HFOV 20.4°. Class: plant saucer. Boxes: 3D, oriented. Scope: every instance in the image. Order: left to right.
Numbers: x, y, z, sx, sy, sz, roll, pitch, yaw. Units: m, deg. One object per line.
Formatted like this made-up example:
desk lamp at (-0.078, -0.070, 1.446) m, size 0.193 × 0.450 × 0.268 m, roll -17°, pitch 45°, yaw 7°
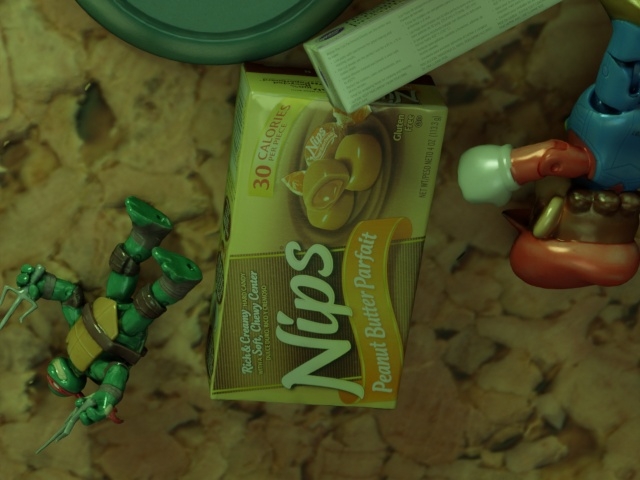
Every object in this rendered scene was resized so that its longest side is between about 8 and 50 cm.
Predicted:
plant saucer at (-0.094, -0.297, 1.550) m, size 0.317 × 0.044 × 0.318 m, roll -1°, pitch 115°, yaw -1°

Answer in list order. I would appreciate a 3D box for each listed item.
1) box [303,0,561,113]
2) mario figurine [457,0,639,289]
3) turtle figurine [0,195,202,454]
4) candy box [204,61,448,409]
box at (0.143, -0.214, 1.537) m, size 0.324 × 0.063 × 0.067 m, roll -29°, pitch 107°, yaw -7°
mario figurine at (0.246, -0.101, 1.612) m, size 0.198 × 0.170 × 0.321 m, roll 24°, pitch 120°, yaw 3°
turtle figurine at (-0.214, 0.082, 1.686) m, size 0.175 × 0.118 × 0.234 m, roll 47°, pitch 108°, yaw 22°
candy box at (0.000, 0.000, 1.660) m, size 0.182 × 0.087 × 0.316 m, roll 4°, pitch 115°, yaw -10°
